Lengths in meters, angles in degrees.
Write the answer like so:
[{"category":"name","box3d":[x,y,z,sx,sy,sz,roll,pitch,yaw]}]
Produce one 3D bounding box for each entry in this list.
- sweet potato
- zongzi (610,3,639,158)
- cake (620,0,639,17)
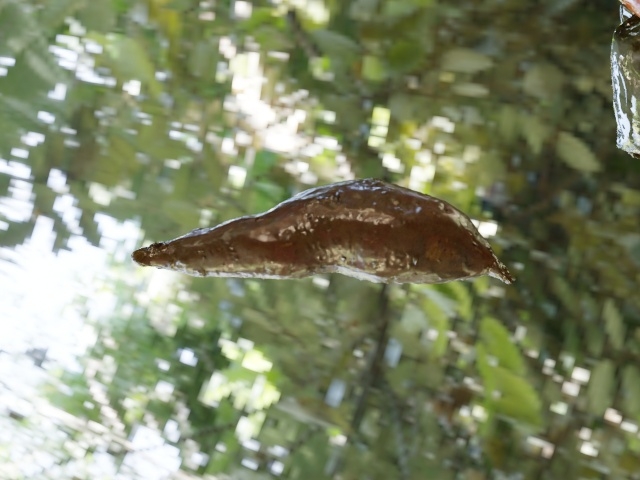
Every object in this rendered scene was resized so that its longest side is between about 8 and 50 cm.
[{"category":"sweet potato","box3d":[0.002,-0.007,1.138,0.226,0.068,0.068,1,-81,1]},{"category":"zongzi","box3d":[0.293,-0.036,0.998,0.274,0.300,0.145,-3,-51,7]},{"category":"cake","box3d":[0.285,-0.174,0.694,0.270,0.319,0.269,40,-115,-6]}]
